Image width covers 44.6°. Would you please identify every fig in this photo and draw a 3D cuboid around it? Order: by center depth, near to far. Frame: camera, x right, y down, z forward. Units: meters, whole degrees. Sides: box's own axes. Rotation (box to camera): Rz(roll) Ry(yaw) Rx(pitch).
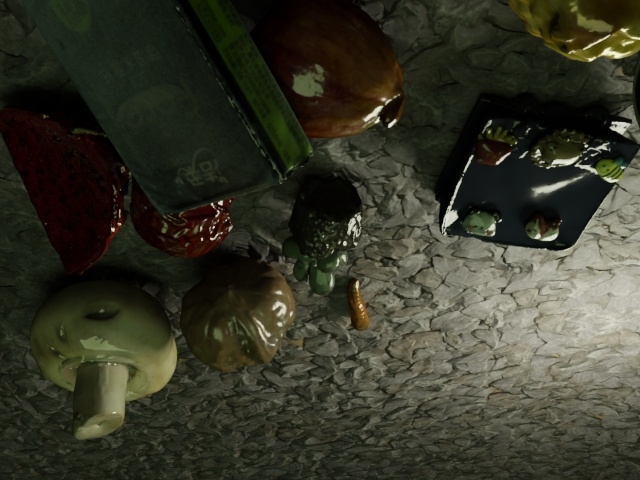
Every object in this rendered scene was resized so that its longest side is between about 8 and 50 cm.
[{"bbox_3d":[0.000,-0.262,1.214,0.263,0.224,0.224,11,141,-27],"label":"fig"}]

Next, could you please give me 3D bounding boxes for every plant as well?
[{"bbox_3d":[0.000,0.001,1.603,0.149,0.146,0.274,2,143,-10],"label":"plant"}]

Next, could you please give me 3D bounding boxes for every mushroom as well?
[{"bbox_3d":[-0.482,0.258,1.820,0.325,0.353,0.353,-10,157,-47],"label":"mushroom"}]

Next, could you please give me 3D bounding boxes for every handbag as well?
[{"bbox_3d":[0.399,-0.123,1.485,0.303,0.122,0.329,7,141,-11],"label":"handbag"}]

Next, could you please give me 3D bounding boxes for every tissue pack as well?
[{"bbox_3d":[-0.219,-0.241,1.123,0.288,0.124,0.394,-10,120,41],"label":"tissue pack"}]

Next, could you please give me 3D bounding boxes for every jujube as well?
[{"bbox_3d":[-0.253,-0.082,1.429,0.213,0.213,0.232,4,133,-7],"label":"jujube"}]

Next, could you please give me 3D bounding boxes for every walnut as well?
[{"bbox_3d":[-0.182,0.161,1.740,0.273,0.227,0.273,-3,146,-2],"label":"walnut"}]

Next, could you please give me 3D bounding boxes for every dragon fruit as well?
[{"bbox_3d":[-0.400,-0.119,1.382,0.205,0.152,0.317,-12,105,31],"label":"dragon fruit"}]

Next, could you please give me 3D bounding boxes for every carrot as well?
[{"bbox_3d":[0.088,0.155,1.901,0.047,0.047,0.191,-7,137,7],"label":"carrot"}]

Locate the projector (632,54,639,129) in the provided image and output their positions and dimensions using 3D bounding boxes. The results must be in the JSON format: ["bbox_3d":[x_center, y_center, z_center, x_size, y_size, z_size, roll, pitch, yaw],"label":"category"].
[{"bbox_3d":[0.662,-0.245,1.226,0.249,0.248,0.248,-5,143,4],"label":"projector"}]

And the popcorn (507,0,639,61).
[{"bbox_3d":[0.362,-0.413,0.985,0.382,0.349,0.349,44,128,-13],"label":"popcorn"}]
